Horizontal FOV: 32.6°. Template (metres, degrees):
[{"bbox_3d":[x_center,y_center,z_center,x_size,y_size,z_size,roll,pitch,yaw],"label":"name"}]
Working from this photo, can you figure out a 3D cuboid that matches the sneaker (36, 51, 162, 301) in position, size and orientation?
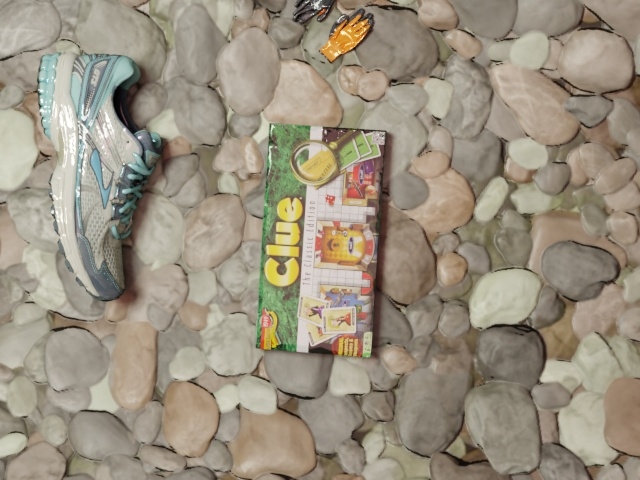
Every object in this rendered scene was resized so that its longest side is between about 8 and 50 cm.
[{"bbox_3d":[-0.236,-0.074,1.216,0.122,0.110,0.283,-8,94,0],"label":"sneaker"}]

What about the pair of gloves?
[{"bbox_3d":[0.014,-0.252,1.236,0.074,0.010,0.083,-39,90,5],"label":"pair of gloves"}]

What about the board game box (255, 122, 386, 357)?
[{"bbox_3d":[0.000,0.000,1.247,0.136,0.030,0.260,4,94,5],"label":"board game box"}]
